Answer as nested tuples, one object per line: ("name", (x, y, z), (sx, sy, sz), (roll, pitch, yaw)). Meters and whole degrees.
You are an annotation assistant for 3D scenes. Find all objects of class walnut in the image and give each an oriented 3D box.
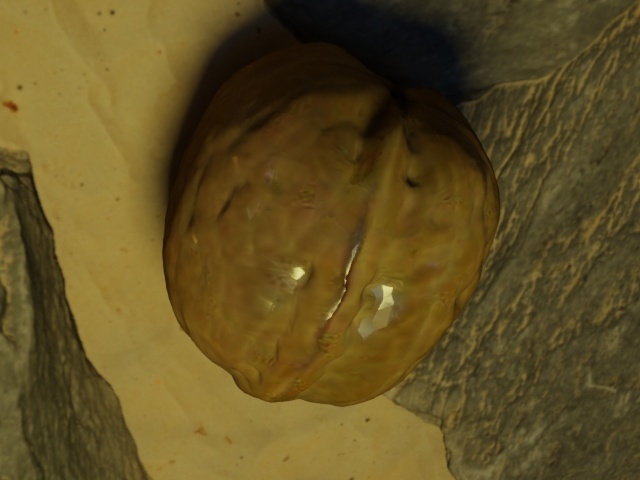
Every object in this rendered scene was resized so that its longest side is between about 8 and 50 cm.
("walnut", (-0.001, -0.001, 1.697), (0.306, 0.306, 0.344), (18, 107, -31))
